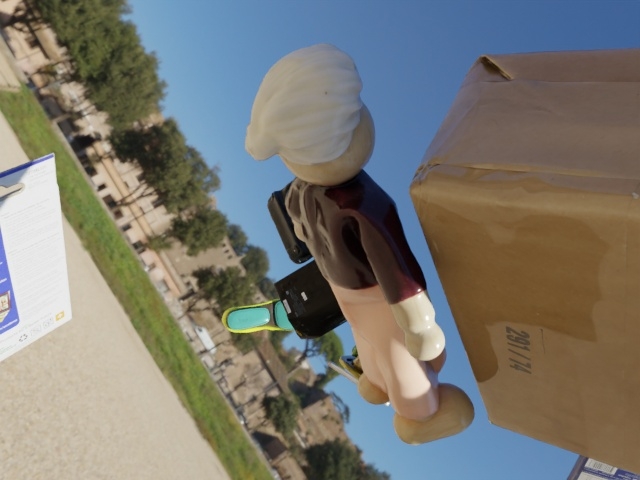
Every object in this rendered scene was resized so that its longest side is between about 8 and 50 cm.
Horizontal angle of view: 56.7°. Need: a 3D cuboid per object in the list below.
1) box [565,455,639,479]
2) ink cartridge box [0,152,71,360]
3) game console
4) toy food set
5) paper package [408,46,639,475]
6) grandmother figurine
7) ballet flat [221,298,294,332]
[{"bbox_3d":[0.594,0.530,1.256,0.137,0.036,0.225,14,-57,10],"label":"box"},{"bbox_3d":[-0.481,0.034,0.900,0.069,0.176,0.370,36,-45,18],"label":"ink cartridge box"},{"bbox_3d":[0.000,0.000,1.078,0.044,0.213,0.361,56,5,-46],"label":"game console"},{"bbox_3d":[0.104,0.215,1.026,0.128,0.071,0.218,33,1,18],"label":"toy food set"},{"bbox_3d":[0.256,0.033,0.431,0.310,0.168,0.324,11,-37,38],"label":"paper package"},{"bbox_3d":[0.032,0.010,0.477,0.208,0.104,0.342,27,-33,47],"label":"grandmother figurine"},{"bbox_3d":[-0.118,0.176,1.396,0.077,0.231,0.077,166,-78,-71],"label":"ballet flat"}]
